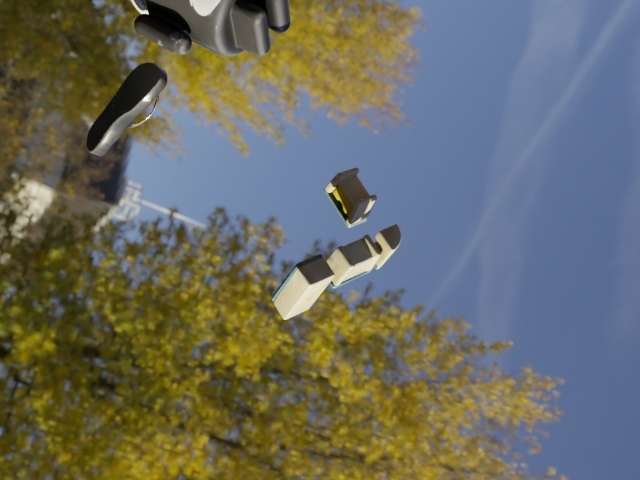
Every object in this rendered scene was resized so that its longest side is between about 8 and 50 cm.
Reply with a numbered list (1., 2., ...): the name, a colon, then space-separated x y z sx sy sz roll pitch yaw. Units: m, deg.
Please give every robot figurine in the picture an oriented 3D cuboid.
1. robot figurine: -0.184 -0.402 1.723 0.209 0.278 0.173 -28 142 -59

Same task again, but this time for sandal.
1. sandal: -0.365 -0.253 2.046 0.254 0.054 0.097 -37 -132 38

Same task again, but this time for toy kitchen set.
1. toy kitchen set: 0.000 0.000 1.715 0.166 0.207 0.122 57 -35 16
